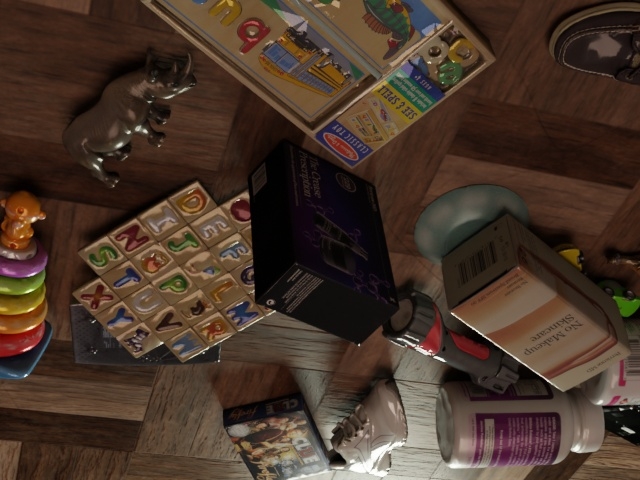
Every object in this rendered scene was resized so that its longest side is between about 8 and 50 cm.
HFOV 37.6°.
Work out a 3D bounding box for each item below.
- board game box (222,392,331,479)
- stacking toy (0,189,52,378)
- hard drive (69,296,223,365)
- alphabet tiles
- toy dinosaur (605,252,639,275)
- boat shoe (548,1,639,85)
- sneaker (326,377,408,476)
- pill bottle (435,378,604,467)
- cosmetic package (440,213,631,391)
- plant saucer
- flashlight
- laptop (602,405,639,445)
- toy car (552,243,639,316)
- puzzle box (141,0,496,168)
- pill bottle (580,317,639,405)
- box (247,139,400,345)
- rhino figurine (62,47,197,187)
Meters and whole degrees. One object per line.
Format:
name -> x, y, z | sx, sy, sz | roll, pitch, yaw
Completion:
board game box -> -0.085, 0.412, 1.923 | 0.165, 0.042, 0.243 | -14, 135, 6
stacking toy -> -0.486, 0.047, 1.452 | 0.175, 0.165, 0.302 | 19, 119, -7
hard drive -> -0.298, 0.148, 1.624 | 0.255, 0.054, 0.172 | 1, 135, -9
alphabet tiles -> -0.212, 0.058, 1.526 | 0.342, 0.011, 0.285 | -30, 122, 10
toy dinosaur -> 0.590, 0.057, 1.659 | 0.211, 0.064, 0.112 | 32, 150, -28
boat shoe -> 0.461, -0.258, 1.291 | 0.285, 0.092, 0.103 | 3, 134, -10
sneaker -> 0.092, 0.381, 1.862 | 0.129, 0.111, 0.297 | 0, 134, -14
pill bottle -> 0.388, 0.356, 1.839 | 0.302, 0.169, 0.169 | 0, 135, -6
cosmetic package -> 0.354, 0.108, 1.544 | 0.296, 0.129, 0.153 | 33, 124, -27
plant saucer -> 0.253, -0.009, 1.553 | 0.195, 0.037, 0.195 | -3, 134, -4
flashlight -> 0.244, 0.179, 1.703 | 0.304, 0.103, 0.103 | 24, 123, -34
laptop -> 0.710, 0.325, 1.960 | 0.234, 0.136, 0.264 | 29, 150, -30
toy car -> 0.459, 0.094, 1.669 | 0.225, 0.053, 0.239 | 9, 133, -16
puzzle box -> 0.004, -0.286, 1.235 | 0.272, 0.052, 0.409 | -36, 129, 26
pill bottle -> 0.636, 0.223, 1.745 | 0.283, 0.160, 0.160 | 1, 134, -8
box -> 0.000, 0.000, 1.370 | 0.184, 0.261, 0.103 | 27, 126, -30
rhino figurine -> -0.259, -0.178, 1.294 | 0.243, 0.073, 0.106 | -38, 131, 25
